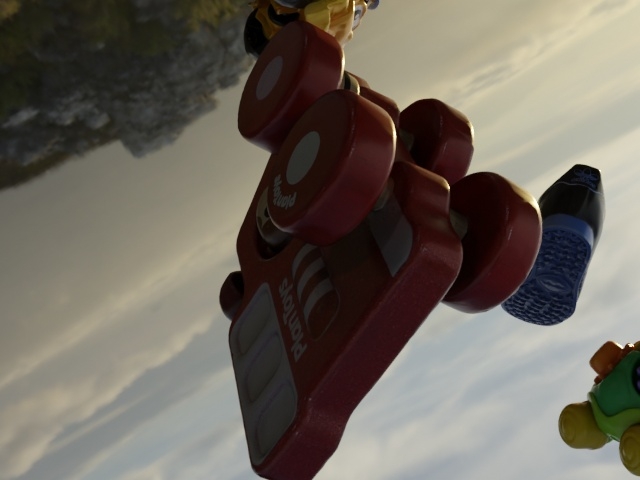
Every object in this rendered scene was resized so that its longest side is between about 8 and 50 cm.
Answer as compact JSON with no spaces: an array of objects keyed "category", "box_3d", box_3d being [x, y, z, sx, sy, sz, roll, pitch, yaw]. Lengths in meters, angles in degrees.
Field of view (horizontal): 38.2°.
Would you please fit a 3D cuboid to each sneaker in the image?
[{"category":"sneaker","box_3d":[0.250,0.011,0.973,0.232,0.081,0.090,95,19,-62]}]

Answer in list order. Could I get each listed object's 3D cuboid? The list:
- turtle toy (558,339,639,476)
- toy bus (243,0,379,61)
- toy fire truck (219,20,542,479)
[{"category":"turtle toy","box_3d":[0.185,0.079,0.455,0.095,0.066,0.130,2,-178,-21]},{"category":"toy bus","box_3d":[0.009,-0.286,0.908,0.211,0.220,0.149,-19,166,-20]},{"category":"toy fire truck","box_3d":[0.000,0.000,0.703,0.254,0.169,0.302,-54,-150,20]}]
